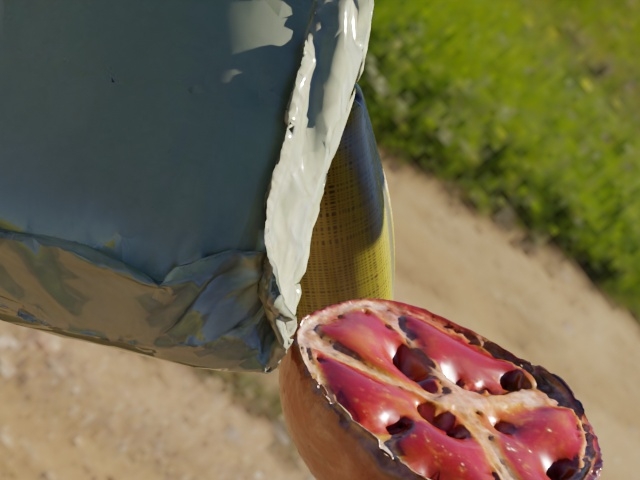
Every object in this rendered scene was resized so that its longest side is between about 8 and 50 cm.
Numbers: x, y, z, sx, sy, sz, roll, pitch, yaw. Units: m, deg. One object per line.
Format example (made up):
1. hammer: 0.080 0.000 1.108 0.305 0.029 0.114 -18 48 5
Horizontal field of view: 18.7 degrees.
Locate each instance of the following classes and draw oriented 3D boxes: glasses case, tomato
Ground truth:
1. glasses case: 0.000 0.000 1.058 0.234 0.079 0.064 82 10 -50
2. tomato: 0.044 0.093 0.864 0.155 0.069 0.155 23 25 -12

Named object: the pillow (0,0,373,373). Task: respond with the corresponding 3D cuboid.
1. pillow: -0.093 -0.048 0.422 0.208 0.119 0.053 16 -8 6
